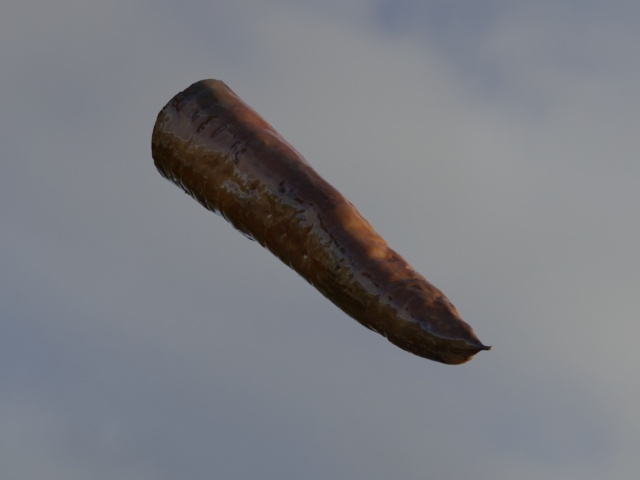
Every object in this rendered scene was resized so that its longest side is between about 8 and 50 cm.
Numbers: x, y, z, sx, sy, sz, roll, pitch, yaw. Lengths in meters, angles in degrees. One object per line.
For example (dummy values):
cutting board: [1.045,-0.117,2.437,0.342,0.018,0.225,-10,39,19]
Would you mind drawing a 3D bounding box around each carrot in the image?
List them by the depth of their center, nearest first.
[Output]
carrot: [0.000,0.000,0.883,0.224,0.057,0.057,41,-1,39]
